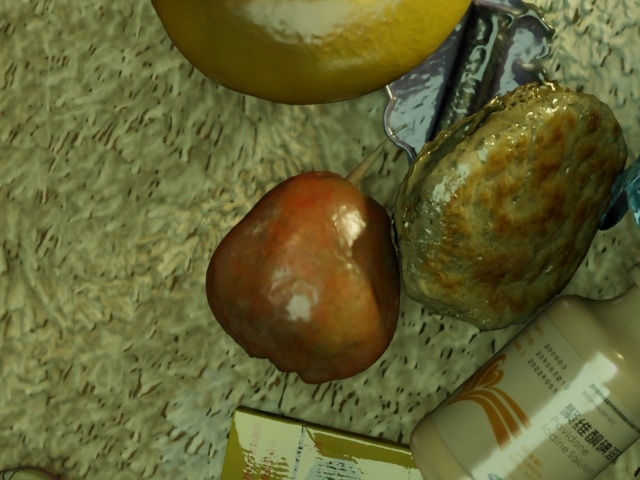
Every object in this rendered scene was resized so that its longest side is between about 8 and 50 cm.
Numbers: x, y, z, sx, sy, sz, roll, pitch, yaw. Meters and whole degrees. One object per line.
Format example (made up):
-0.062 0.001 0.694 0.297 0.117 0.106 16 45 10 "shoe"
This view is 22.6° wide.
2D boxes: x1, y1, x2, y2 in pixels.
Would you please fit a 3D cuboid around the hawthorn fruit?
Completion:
-0.012 0.012 1.162 0.149 0.149 0.189 -3 74 10 "hawthorn fruit"

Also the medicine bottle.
0.186 0.100 1.138 0.252 0.114 0.114 -43 85 8 "medicine bottle"

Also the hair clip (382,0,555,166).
0.105 -0.110 1.177 0.124 0.052 0.195 13 90 4 "hair clip"

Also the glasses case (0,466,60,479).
-0.211 0.332 1.240 0.123 0.076 0.316 -17 90 10 "glasses case"

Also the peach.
-0.004 -0.217 1.141 0.251 0.153 0.251 2 95 21 "peach"

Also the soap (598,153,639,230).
0.343 -0.024 1.083 0.293 0.156 0.077 12 108 9 "soap"

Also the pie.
0.134 -0.023 1.133 0.193 0.079 0.163 -33 118 -14 "pie"

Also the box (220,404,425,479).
0.001 0.185 1.223 0.155 0.023 0.087 13 92 9 "box"
